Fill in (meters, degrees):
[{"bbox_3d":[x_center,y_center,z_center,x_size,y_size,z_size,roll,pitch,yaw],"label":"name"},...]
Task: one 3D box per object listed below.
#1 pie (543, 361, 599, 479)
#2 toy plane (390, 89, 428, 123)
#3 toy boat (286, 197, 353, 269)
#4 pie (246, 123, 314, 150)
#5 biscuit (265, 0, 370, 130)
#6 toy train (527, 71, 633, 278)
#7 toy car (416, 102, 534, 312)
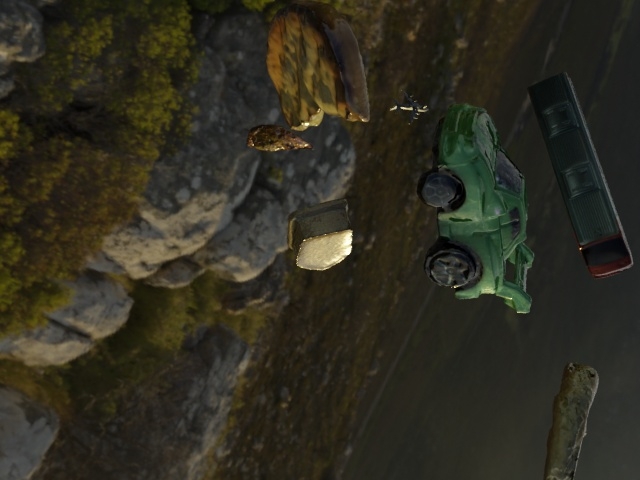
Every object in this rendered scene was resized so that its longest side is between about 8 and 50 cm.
[{"bbox_3d":[0.566,0.432,1.573,0.339,0.083,0.339,-38,133,-56],"label":"pie"},{"bbox_3d":[0.180,-0.265,1.376,0.024,0.084,0.078,130,-46,-63],"label":"toy plane"},{"bbox_3d":[0.000,0.000,1.273,0.188,0.116,0.061,93,-20,-66],"label":"toy boat"},{"bbox_3d":[-0.115,-0.248,1.682,0.033,0.191,0.088,-68,148,-30],"label":"pie"},{"bbox_3d":[-0.016,-0.212,0.856,0.045,0.299,0.154,-26,104,-14],"label":"biscuit"},{"bbox_3d":[0.501,-0.132,1.346,0.089,0.086,0.409,24,51,-56],"label":"toy train"},{"bbox_3d":[0.276,-0.053,1.192,0.213,0.176,0.359,-65,151,-49],"label":"toy car"}]
